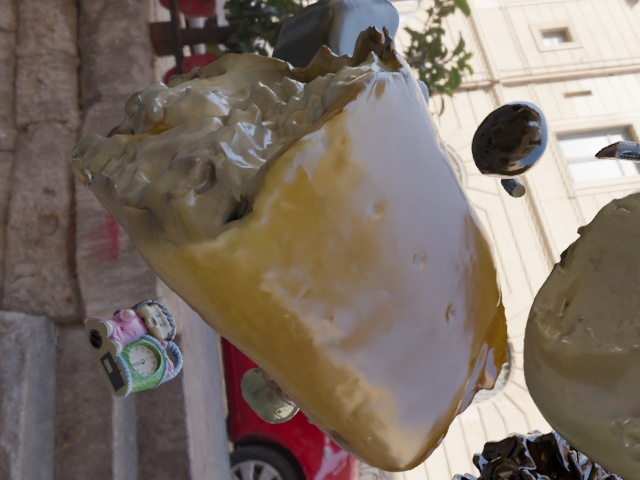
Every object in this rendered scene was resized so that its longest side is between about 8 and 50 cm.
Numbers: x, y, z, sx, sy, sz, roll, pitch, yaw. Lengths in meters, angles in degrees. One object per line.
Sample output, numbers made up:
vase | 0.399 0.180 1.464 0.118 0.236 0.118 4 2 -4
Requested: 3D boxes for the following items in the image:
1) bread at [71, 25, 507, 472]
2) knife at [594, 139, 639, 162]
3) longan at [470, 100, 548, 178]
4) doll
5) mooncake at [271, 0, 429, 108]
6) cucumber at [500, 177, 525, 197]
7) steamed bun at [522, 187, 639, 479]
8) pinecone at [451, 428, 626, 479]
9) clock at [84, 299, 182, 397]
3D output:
bread | 0.000 0.000 0.542 0.394 0.250 0.361 53 -14 -31
knife | 0.777 -0.187 1.322 0.089 0.365 0.043 -55 -138 48
longan | 0.490 -0.254 1.472 0.198 0.212 0.198 37 -16 12
doll | -0.015 0.173 0.832 0.155 0.275 0.113 49 18 12
mooncake | 0.061 -0.311 1.149 0.187 0.351 0.352 -7 -90 40
cucumber | 0.667 -0.190 1.980 0.112 0.064 0.064 -94 -179 -57
steamed bun | 0.417 0.121 0.633 0.334 0.311 0.233 -60 -151 4
pinecone | 0.429 0.531 1.011 0.398 0.397 0.398 172 -90 -84
clock | -0.396 0.232 1.260 0.195 0.100 0.194 -18 76 -57
